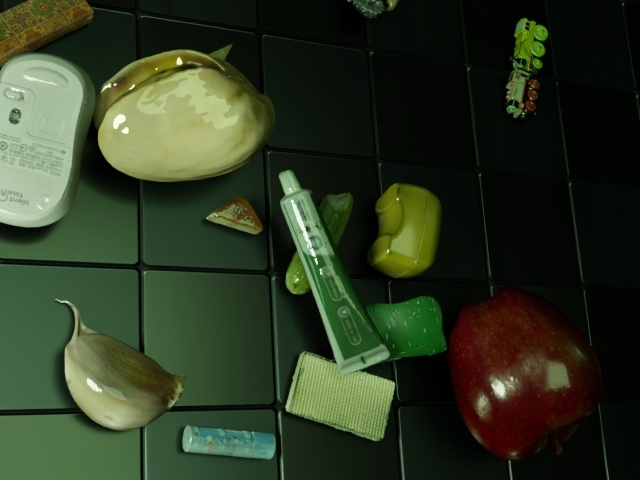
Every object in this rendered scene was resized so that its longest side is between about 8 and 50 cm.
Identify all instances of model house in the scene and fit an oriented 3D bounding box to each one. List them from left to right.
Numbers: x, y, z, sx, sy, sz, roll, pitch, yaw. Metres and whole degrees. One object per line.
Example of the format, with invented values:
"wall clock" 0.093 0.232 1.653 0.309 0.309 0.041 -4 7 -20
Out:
"model house" 0.147 0.177 1.821 0.167 0.088 0.117 -8 79 -29

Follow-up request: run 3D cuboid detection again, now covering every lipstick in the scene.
"lipstick" -0.159 0.351 1.644 0.158 0.048 0.048 11 71 -23

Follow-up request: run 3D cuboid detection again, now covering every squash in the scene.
"squash" 0.000 0.000 1.811 0.069 0.069 0.239 34 64 -14

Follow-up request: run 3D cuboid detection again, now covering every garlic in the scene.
"garlic" -0.361 0.217 1.563 0.128 0.148 0.266 -44 104 8

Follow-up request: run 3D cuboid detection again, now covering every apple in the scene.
"apple" 0.386 0.256 1.808 0.288 0.288 0.317 -10 63 -28

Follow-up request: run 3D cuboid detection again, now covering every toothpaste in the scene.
"toothpaste" 0.011 0.052 1.731 0.098 0.061 0.392 -23 91 0

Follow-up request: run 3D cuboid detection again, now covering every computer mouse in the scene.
"computer mouse" -0.488 -0.169 1.595 0.184 0.121 0.297 10 85 -14

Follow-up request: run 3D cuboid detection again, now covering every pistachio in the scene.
"pistachio" -0.237 -0.216 1.673 0.321 0.229 0.238 -5 122 -19

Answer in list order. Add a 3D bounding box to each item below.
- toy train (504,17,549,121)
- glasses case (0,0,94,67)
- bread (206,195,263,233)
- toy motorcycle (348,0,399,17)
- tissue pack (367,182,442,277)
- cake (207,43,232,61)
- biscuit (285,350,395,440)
"toy train" 0.469 -0.389 2.164 0.085 0.053 0.250 17 69 -12
"glasses case" -0.515 -0.380 1.679 0.218 0.049 0.075 -37 87 -30
"bread" -0.156 -0.053 1.763 0.109 0.043 0.062 15 72 -20
"toy motorcycle" 0.094 -0.566 2.013 0.129 0.094 0.229 -9 67 -33
"tissue pack" 0.174 -0.016 1.869 0.127 0.123 0.178 17 68 -17
"cake" -0.213 -0.341 1.813 0.065 0.052 0.121 35 64 -11
"biscuit" 0.038 0.291 1.763 0.199 0.040 0.121 22 69 -18
